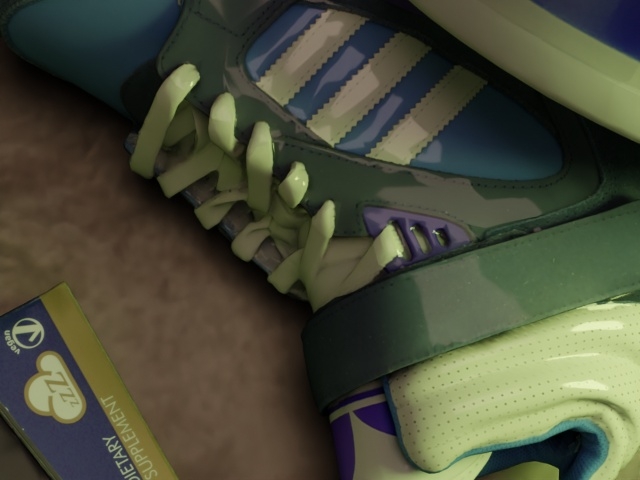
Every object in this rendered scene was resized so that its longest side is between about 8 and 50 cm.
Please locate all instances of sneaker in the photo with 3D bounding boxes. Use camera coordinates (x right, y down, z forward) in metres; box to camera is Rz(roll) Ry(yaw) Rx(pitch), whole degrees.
[{"bbox_3d":[0.000,0.000,0.805,0.323,0.130,0.236,13,66,-12],"label":"sneaker"}]

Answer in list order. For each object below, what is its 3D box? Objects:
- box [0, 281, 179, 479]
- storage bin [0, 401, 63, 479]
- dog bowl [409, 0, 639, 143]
[{"bbox_3d":[-0.171,0.129,0.790,0.225,0.036,0.136,-29,80,-15],"label":"box"},{"bbox_3d":[-0.160,0.120,0.731,0.122,0.084,0.180,-37,82,-17],"label":"storage bin"},{"bbox_3d":[0.144,-0.136,0.808,0.265,0.265,0.104,28,115,-1],"label":"dog bowl"}]
